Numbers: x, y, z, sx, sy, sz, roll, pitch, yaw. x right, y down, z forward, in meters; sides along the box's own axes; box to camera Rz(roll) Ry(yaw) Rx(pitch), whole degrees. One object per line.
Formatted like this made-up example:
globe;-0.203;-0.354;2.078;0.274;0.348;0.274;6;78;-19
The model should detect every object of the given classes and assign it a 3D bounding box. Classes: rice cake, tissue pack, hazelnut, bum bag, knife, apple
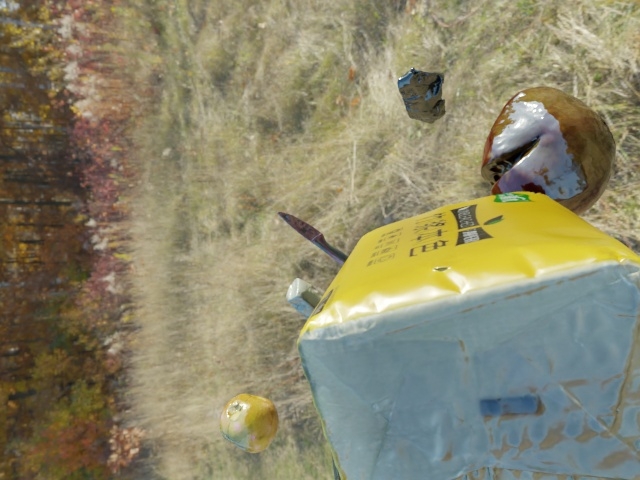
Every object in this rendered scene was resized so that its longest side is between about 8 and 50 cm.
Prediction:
rice cake;0.035;0.168;0.956;0.052;0.256;0.057;-43;22;9
tissue pack;0.172;0.089;0.596;0.382;0.293;0.229;-42;-64;-72
hazelnut;0.397;-0.145;0.915;0.217;0.217;0.252;138;135;-61
bum bag;0.338;-0.452;1.660;0.326;0.142;0.080;33;-130;-68
knife;0.000;0.000;1.238;0.035;0.247;0.018;-57;14;-14
apple;-0.167;0.431;1.235;0.146;0.146;0.147;177;90;-67

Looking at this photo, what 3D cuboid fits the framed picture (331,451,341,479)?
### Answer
framed picture;0.074;0.712;1.795;0.231;0.018;0.294;16;-114;-74
